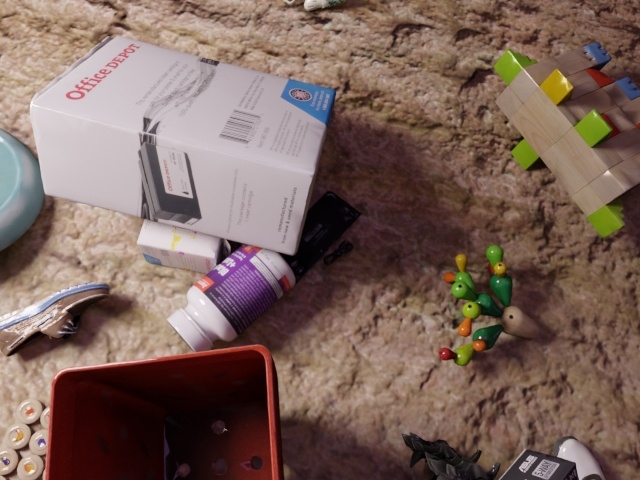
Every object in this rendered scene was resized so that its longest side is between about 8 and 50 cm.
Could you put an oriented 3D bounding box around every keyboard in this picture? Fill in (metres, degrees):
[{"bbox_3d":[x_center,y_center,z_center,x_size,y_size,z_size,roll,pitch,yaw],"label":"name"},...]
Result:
[{"bbox_3d":[0.000,0.000,0.962,0.108,0.023,0.180,38,70,14],"label":"keyboard"}]

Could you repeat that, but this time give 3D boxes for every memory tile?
[{"bbox_3d":[-0.417,0.316,0.793,0.113,0.012,0.148,16,68,-1],"label":"memory tile"}]

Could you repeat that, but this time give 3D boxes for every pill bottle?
[{"bbox_3d":[-0.143,0.092,0.861,0.193,0.108,0.108,-41,79,-20],"label":"pill bottle"}]

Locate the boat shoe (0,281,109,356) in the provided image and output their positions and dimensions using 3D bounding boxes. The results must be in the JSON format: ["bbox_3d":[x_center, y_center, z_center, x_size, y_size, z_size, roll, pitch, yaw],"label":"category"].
[{"bbox_3d":[-0.413,0.124,0.844,0.183,0.066,0.066,-24,79,-5],"label":"boat shoe"}]

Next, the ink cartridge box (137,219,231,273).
[{"bbox_3d":[-0.215,-0.005,0.899,0.143,0.092,0.089,11,68,-4],"label":"ink cartridge box"}]

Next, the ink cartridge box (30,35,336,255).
[{"bbox_3d":[-0.194,-0.164,0.867,0.395,0.166,0.285,14,39,-2],"label":"ink cartridge box"}]

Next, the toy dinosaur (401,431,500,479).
[{"bbox_3d":[0.168,0.412,0.784,0.322,0.164,0.218,14,81,-27],"label":"toy dinosaur"}]

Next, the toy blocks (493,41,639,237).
[{"bbox_3d":[0.538,-0.228,1.052,0.261,0.190,0.381,-24,73,-27],"label":"toy blocks"}]

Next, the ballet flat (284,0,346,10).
[{"bbox_3d":[-0.037,-0.524,1.143,0.188,0.070,0.070,22,68,4],"label":"ballet flat"}]

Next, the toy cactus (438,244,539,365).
[{"bbox_3d":[0.288,0.125,0.924,0.181,0.112,0.219,27,65,-17],"label":"toy cactus"}]

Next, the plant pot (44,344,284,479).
[{"bbox_3d":[-0.161,0.298,0.696,0.267,0.235,0.267,-8,70,5],"label":"plant pot"}]

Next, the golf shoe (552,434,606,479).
[{"bbox_3d":[0.430,0.399,0.827,0.077,0.094,0.198,-15,70,-11],"label":"golf shoe"}]

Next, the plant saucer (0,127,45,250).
[{"bbox_3d":[-0.614,-0.098,0.853,0.318,0.043,0.317,13,51,-16],"label":"plant saucer"}]

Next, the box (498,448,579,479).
[{"bbox_3d":[0.263,0.468,0.673,0.242,0.077,0.307,-24,103,-38],"label":"box"}]
